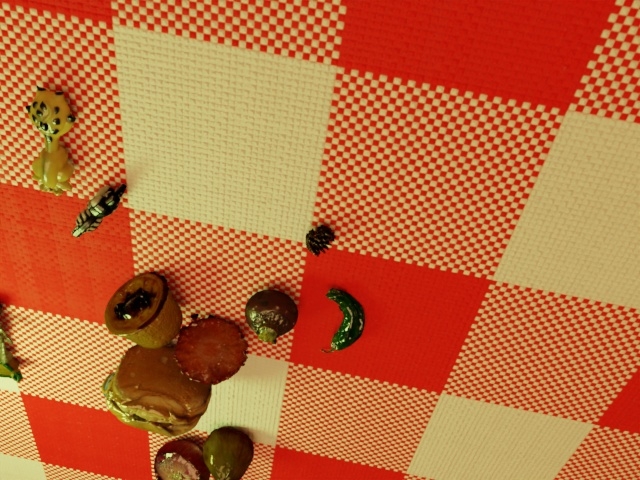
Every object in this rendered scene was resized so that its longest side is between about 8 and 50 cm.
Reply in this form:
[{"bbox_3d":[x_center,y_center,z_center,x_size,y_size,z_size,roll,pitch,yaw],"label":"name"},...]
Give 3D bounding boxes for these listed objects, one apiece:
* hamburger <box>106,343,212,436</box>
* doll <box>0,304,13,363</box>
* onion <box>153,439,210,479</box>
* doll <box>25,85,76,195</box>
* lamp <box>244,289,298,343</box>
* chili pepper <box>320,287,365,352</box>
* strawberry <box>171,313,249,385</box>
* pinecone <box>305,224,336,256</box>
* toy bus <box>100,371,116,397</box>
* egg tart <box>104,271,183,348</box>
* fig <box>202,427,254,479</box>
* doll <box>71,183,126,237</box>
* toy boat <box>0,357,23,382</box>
[{"bbox_3d":[-0.495,0.459,1.788,0.305,0.284,0.174,22,126,-12],"label":"hamburger"},{"bbox_3d":[-1.086,0.308,1.904,0.203,0.091,0.285,13,125,44],"label":"doll"},{"bbox_3d":[-0.530,0.870,2.191,0.248,0.161,0.247,1,118,2],"label":"onion"},{"bbox_3d":[-0.662,-0.240,1.407,0.117,0.086,0.291,18,126,2],"label":"doll"},{"bbox_3d":[-0.143,0.220,1.635,0.157,0.134,0.157,-20,119,23],"label":"lamp"},{"bbox_3d":[0.065,0.256,1.673,0.122,0.065,0.278,14,127,11],"label":"chili pepper"},{"bbox_3d":[-0.337,0.356,1.743,0.234,0.233,0.178,12,142,1],"label":"strawberry"},{"bbox_3d":[0.000,0.000,1.483,0.083,0.077,0.077,-22,121,13],"label":"pinecone"},{"bbox_3d":[-0.660,0.534,1.980,0.136,0.126,0.209,-14,124,30],"label":"toy bus"},{"bbox_3d":[-0.510,0.210,1.666,0.216,0.215,0.170,-10,140,17],"label":"egg tart"},{"bbox_3d":[-0.357,0.836,2.071,0.191,0.290,0.190,13,153,7],"label":"fig"},{"bbox_3d":[-0.593,-0.081,1.513,0.219,0.091,0.067,-33,115,28],"label":"doll"},{"bbox_3d":[-1.154,0.462,2.032,0.230,0.088,0.088,0,126,11],"label":"toy boat"}]
